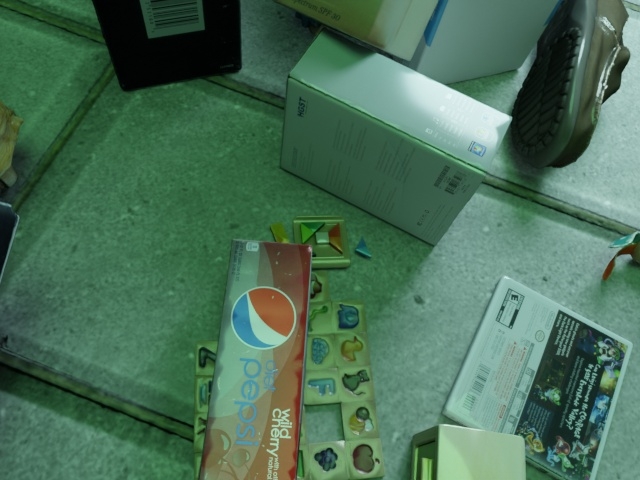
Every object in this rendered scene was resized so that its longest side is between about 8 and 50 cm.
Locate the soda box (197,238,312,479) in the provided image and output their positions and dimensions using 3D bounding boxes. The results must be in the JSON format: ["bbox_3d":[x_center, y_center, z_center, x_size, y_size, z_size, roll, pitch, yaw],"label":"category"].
[{"bbox_3d":[-0.062,0.134,0.574,0.092,0.083,0.263,6,65,-3],"label":"soda box"}]

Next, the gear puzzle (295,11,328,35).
[{"bbox_3d":[0.039,-0.452,0.737,0.044,0.339,0.175,-1,56,-39],"label":"gear puzzle"}]

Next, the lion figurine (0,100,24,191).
[{"bbox_3d":[-0.544,-0.080,0.594,0.392,0.142,0.240,9,64,-2],"label":"lion figurine"}]

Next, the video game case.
[{"bbox_3d":[0.255,0.159,0.645,0.173,0.022,0.190,29,64,7],"label":"video game case"}]

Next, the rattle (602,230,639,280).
[{"bbox_3d":[0.439,-0.037,0.734,0.200,0.130,0.142,-24,56,11],"label":"rattle"}]

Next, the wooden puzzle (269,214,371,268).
[{"bbox_3d":[0.000,0.000,0.689,0.116,0.014,0.078,-7,61,-11],"label":"wooden puzzle"}]

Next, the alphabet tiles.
[{"bbox_3d":[-0.040,0.146,0.622,0.198,0.009,0.237,-2,65,-7],"label":"alphabet tiles"}]

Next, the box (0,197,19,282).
[{"bbox_3d":[-0.539,0.134,0.334,0.472,0.297,0.479,13,86,2],"label":"box"}]

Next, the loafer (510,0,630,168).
[{"bbox_3d":[0.378,-0.243,0.784,0.130,0.134,0.366,27,65,-8],"label":"loafer"}]

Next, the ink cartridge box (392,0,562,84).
[{"bbox_3d":[0.186,-0.397,0.798,0.197,0.198,0.270,-15,68,-14],"label":"ink cartridge box"}]

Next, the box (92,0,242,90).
[{"bbox_3d":[-0.217,-0.411,0.700,0.183,0.296,0.294,-15,69,-13],"label":"box"}]

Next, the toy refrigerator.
[{"bbox_3d":[0.125,0.318,0.510,0.094,0.102,0.269,10,65,-2],"label":"toy refrigerator"}]

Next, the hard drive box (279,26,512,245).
[{"bbox_3d":[0.074,-0.113,0.662,0.232,0.181,0.089,28,65,5],"label":"hard drive box"}]

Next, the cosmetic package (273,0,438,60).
[{"bbox_3d":[0.080,-0.371,0.603,0.153,0.296,0.129,32,21,24],"label":"cosmetic package"}]
